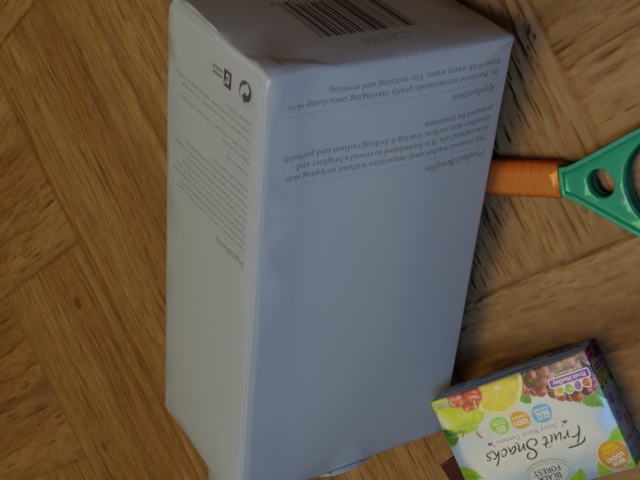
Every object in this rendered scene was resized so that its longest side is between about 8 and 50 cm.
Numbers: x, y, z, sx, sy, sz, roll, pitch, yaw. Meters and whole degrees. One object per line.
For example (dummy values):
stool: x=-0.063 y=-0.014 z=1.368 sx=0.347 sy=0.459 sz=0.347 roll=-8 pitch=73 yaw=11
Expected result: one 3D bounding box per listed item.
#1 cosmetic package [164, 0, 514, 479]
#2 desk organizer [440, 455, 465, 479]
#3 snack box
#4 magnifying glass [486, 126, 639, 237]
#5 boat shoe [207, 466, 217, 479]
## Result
cosmetic package: x=0.000 y=0.000 z=0.925 sx=0.156 sy=0.217 sz=0.385 roll=44 pitch=137 yaw=43
desk organizer: x=0.166 y=0.233 z=1.014 sx=0.130 sy=0.047 sz=0.050 roll=57 pitch=142 yaw=9
snack box: x=0.173 y=0.149 z=0.935 sx=0.141 sy=0.037 sz=0.100 roll=-24 pitch=93 yaw=29
magnifying glass: x=0.199 y=-0.043 z=0.851 sx=0.231 sy=0.026 sz=0.092 roll=7 pitch=115 yaw=46
boat shoe: x=-0.082 y=0.097 z=1.169 sx=0.158 sy=0.127 sz=0.340 roll=38 pitch=126 yaw=37
